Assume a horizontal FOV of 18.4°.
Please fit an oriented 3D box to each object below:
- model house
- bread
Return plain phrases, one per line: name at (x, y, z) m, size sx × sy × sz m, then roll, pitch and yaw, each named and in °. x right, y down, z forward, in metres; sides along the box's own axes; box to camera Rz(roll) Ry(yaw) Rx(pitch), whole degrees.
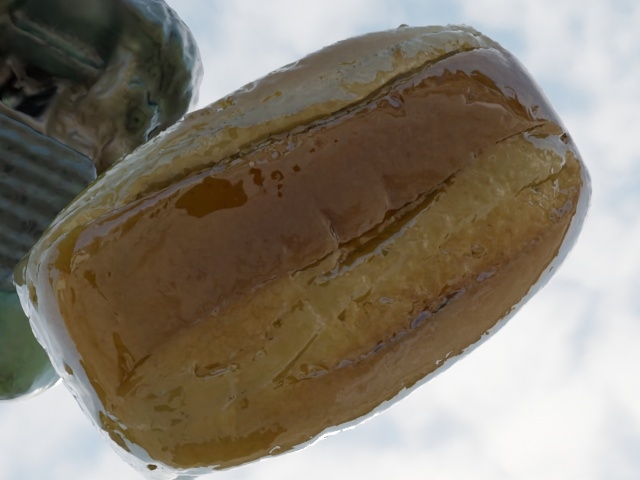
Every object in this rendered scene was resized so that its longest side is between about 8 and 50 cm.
model house at (-0.249, -0.042, 1.156) m, size 0.298 × 0.284 × 0.243 m, roll 26°, pitch -61°, yaw -2°
bread at (0.000, 0.000, 0.792) m, size 0.236 × 0.106 × 0.140 m, roll -31°, pitch -88°, yaw -22°
